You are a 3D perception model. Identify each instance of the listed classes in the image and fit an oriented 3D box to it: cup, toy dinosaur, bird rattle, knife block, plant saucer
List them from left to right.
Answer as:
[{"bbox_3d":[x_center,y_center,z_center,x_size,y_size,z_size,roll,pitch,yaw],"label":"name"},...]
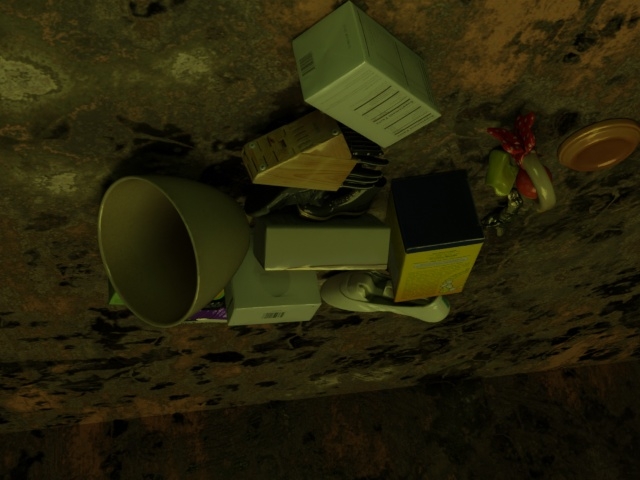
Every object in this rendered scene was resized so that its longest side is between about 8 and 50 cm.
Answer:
[{"bbox_3d":[-0.294,-0.002,1.679,0.237,0.331,0.331,-21,170,-47],"label":"cup"},{"bbox_3d":[0.000,-0.157,1.604,0.276,0.088,0.242,-26,146,1],"label":"knife block"},{"bbox_3d":[0.483,-0.052,2.099,0.118,0.064,0.268,-15,159,-5],"label":"toy dinosaur"},{"bbox_3d":[0.470,-0.167,1.703,0.143,0.206,0.253,-27,165,-5],"label":"bird rattle"},{"bbox_3d":[0.674,-0.222,1.832,0.200,0.037,0.200,-9,155,-4],"label":"plant saucer"}]

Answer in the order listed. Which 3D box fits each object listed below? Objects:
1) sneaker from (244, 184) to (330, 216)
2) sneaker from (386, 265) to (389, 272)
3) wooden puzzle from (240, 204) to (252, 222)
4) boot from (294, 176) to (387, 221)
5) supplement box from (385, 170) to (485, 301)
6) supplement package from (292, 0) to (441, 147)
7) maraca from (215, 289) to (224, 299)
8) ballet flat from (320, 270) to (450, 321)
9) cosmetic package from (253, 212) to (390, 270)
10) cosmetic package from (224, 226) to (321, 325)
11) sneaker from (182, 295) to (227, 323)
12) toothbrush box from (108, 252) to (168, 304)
[{"bbox_3d":[-0.066,-0.104,1.753,0.228,0.087,0.130,-31,142,28],"label":"sneaker"},{"bbox_3d":[0.207,0.069,2.222,0.065,0.061,0.158,-50,151,-19],"label":"sneaker"},{"bbox_3d":[-0.201,-0.061,1.883,0.079,0.014,0.116,-3,155,-24],"label":"wooden puzzle"},{"bbox_3d":[0.048,-0.113,1.809,0.198,0.076,0.137,-8,154,-36],"label":"boot"},{"bbox_3d":[0.281,-0.001,1.969,0.195,0.194,0.356,-8,155,-4],"label":"supplement box"},{"bbox_3d":[0.086,-0.287,1.359,0.134,0.139,0.244,-28,149,31],"label":"supplement package"},{"bbox_3d":[-0.318,0.110,2.088,0.186,0.127,0.099,-26,-178,45],"label":"maraca"},{"bbox_3d":[0.180,0.144,2.227,0.401,0.139,0.139,10,161,21],"label":"ballet flat"},{"bbox_3d":[0.000,0.000,1.875,0.310,0.113,0.160,-1,-165,-14],"label":"cosmetic package"},{"bbox_3d":[-0.134,0.090,1.976,0.224,0.224,0.138,-2,156,-16],"label":"cosmetic package"},{"bbox_3d":[-0.326,0.177,2.235,0.294,0.102,0.146,-9,154,-2],"label":"sneaker"},{"bbox_3d":[-0.407,0.061,1.937,0.206,0.122,0.283,5,152,-27],"label":"toothbrush box"}]
